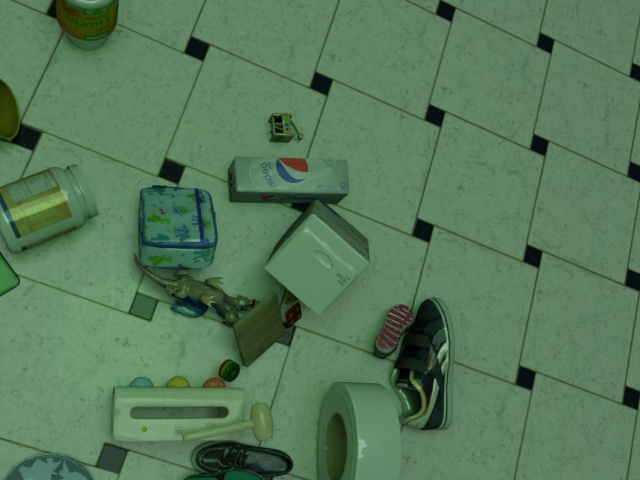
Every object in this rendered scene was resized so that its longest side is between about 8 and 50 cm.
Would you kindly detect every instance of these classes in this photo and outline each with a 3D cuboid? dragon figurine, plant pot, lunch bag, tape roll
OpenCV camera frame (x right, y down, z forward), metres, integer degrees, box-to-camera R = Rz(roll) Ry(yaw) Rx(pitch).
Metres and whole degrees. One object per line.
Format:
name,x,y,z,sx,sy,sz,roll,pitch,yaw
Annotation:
dragon figurine,-0.291,0.121,1.666,0.289,0.144,0.085,15,66,1
plant pot,-0.739,-0.282,1.612,0.095,0.134,0.134,-7,78,9
lunch bag,-0.318,-0.034,1.648,0.175,0.090,0.219,4,39,-16
tape roll,0.077,0.454,1.605,0.100,0.286,0.287,7,75,-17

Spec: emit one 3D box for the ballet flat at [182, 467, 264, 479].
ballet flat,-0.206,0.527,1.588,0.188,0.070,0.070,-1,76,7

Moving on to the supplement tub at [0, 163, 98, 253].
supplement tub,-0.599,-0.072,1.586,0.199,0.144,0.144,-25,86,-22

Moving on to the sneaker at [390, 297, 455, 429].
sneaker,0.247,0.296,1.783,0.127,0.126,0.322,5,77,-23

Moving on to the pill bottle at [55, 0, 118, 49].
pill bottle,-0.528,-0.532,1.666,0.136,0.245,0.137,4,76,-17

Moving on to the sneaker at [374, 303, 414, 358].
sneaker,0.175,0.228,1.815,0.063,0.075,0.170,28,46,8

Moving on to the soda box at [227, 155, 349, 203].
soda box,-0.078,-0.146,1.800,0.286,0.098,0.091,0,77,-17

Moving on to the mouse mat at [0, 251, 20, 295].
mouse mat,-0.765,0.082,1.569,0.189,0.007,0.153,-36,90,-21

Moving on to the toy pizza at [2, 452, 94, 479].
toy pizza,-0.562,0.541,1.510,0.201,0.032,0.202,4,75,-16

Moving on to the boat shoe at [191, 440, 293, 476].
boat shoe,-0.168,0.489,1.627,0.228,0.076,0.080,13,73,-15

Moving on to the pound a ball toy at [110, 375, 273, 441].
pound a ball toy,-0.274,0.354,1.555,0.318,0.208,0.136,3,76,-17

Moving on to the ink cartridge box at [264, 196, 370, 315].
ink cartridge box,-0.003,0.030,1.682,0.171,0.233,0.168,41,101,-5

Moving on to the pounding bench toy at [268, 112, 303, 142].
pounding bench toy,-0.085,-0.286,1.855,0.083,0.052,0.065,-1,77,-18

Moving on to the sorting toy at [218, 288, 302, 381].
sorting toy,-0.144,0.192,1.685,0.046,0.132,0.274,23,48,35
